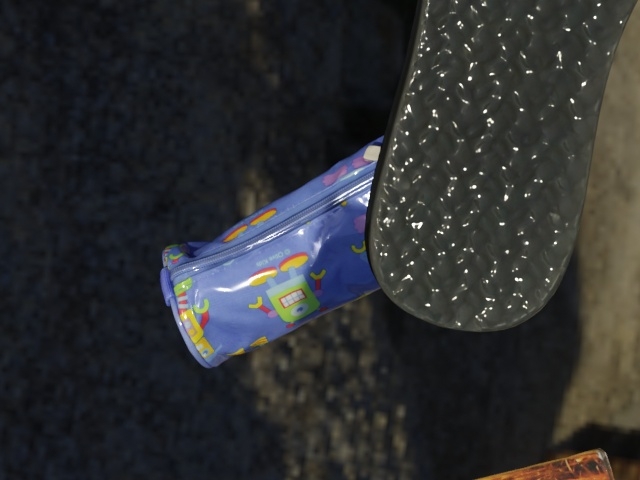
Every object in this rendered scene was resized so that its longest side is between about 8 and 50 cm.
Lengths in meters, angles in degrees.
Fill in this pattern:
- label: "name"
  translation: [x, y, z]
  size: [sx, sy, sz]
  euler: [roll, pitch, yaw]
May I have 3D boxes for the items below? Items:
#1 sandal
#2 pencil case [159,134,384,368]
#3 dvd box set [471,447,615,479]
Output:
- label: "sandal"
  translation: [0.128, -0.166, 1.121]
  size: [0.107, 0.167, 0.446]
  euler: [-102, -149, -81]
- label: "pencil case"
  translation: [0.000, 0.000, 1.616]
  size: [0.133, 0.306, 0.119]
  euler: [51, 16, -49]
- label: "dvd box set"
  translation: [0.029, 0.318, 1.100]
  size: [0.062, 0.420, 0.308]
  euler: [123, -47, -64]
